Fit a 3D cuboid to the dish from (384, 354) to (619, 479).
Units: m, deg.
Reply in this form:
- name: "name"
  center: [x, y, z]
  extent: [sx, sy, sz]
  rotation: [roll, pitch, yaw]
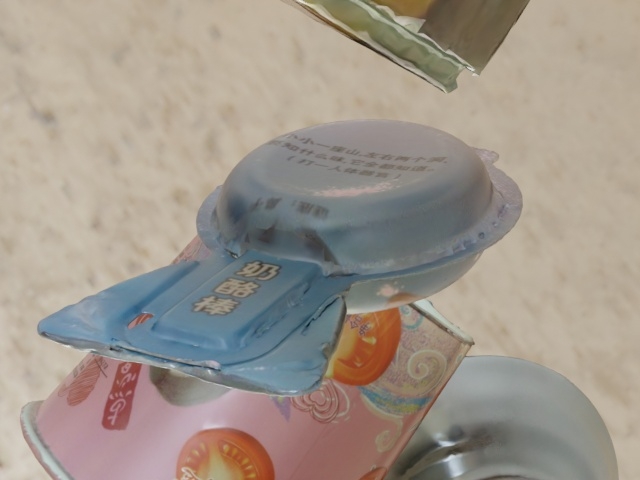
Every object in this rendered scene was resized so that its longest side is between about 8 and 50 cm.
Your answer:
- name: "dish"
  center: [0.140, 0.262, 1.616]
  extent: [0.106, 0.316, 0.316]
  rotation: [-124, 9, -64]

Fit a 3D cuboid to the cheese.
- name: "cheese"
  center: [0.000, 0.000, 0.740]
  extent: [0.135, 0.244, 0.052]
  rotation: [9, 116, 27]

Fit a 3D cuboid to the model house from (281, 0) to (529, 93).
- name: "model house"
  center: [-0.039, -0.168, 0.295]
  extent: [0.224, 0.198, 0.215]
  rotation: [38, -174, 33]

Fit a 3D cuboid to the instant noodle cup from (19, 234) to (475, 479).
- name: "instant noodle cup"
  center: [-0.039, 0.101, 1.222]
  extent: [0.243, 0.231, 0.243]
  rotation: [38, -177, -3]
